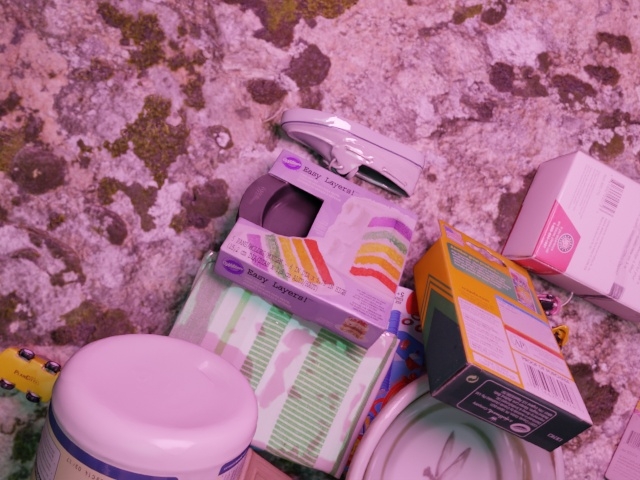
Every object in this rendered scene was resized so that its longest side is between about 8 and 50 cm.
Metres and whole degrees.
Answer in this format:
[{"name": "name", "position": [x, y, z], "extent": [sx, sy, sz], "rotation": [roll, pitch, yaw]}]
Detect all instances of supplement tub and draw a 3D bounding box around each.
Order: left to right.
[{"name": "supplement tub", "position": [-0.230, 0.307, 0.648], "extent": [0.235, 0.235, 0.324], "rotation": [18, 103, -9]}]

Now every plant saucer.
[{"name": "plant saucer", "position": [0.193, 0.384, 0.803], "extent": [0.401, 0.100, 0.400], "rotation": [1, 88, -23]}]

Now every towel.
[{"name": "towel", "position": [-0.069, 0.186, 0.785], "extent": [0.325, 0.038, 0.247], "rotation": [25, 85, -8]}]

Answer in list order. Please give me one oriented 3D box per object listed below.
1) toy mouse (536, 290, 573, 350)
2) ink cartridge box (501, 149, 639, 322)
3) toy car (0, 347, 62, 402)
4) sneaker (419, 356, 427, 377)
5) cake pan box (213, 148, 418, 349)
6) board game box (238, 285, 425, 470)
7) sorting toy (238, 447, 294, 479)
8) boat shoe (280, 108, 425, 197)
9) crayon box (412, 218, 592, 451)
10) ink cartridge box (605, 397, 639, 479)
[{"name": "toy mouse", "position": [0.378, 0.142, 0.945], "extent": [0.143, 0.031, 0.161], "rotation": [29, 99, -2]}, {"name": "ink cartridge box", "position": [0.503, 0.001, 0.939], "extent": [0.283, 0.117, 0.207], "rotation": [26, 84, -8]}, {"name": "toy car", "position": [-0.349, 0.235, 0.815], "extent": [0.225, 0.053, 0.239], "rotation": [-27, 93, -10]}, {"name": "sneaker", "position": [0.256, 0.279, 0.910], "extent": [0.232, 0.090, 0.115], "rotation": [37, 90, 2]}, {"name": "cake pan box", "position": [0.000, 0.000, 0.806], "extent": [0.267, 0.070, 0.245], "rotation": [27, 47, -1]}, {"name": "board game box", "position": [0.005, 0.196, 0.861], "extent": [0.308, 0.086, 0.302], "rotation": [16, 85, -9]}, {"name": "sorting toy", "position": [-0.088, 0.484, 0.735], "extent": [0.229, 0.041, 0.307], "rotation": [52, 36, -32]}, {"name": "boat shoe", "position": [0.051, -0.143, 0.878], "extent": [0.258, 0.095, 0.084], "rotation": [18, 81, -8]}, {"name": "crayon box", "position": [0.251, 0.125, 0.791], "extent": [0.203, 0.323, 0.083], "rotation": [28, 122, -14]}, {"name": "ink cartridge box", "position": [0.675, 0.311, 0.911], "extent": [0.119, 0.207, 0.353], "rotation": [30, 84, -6]}]
